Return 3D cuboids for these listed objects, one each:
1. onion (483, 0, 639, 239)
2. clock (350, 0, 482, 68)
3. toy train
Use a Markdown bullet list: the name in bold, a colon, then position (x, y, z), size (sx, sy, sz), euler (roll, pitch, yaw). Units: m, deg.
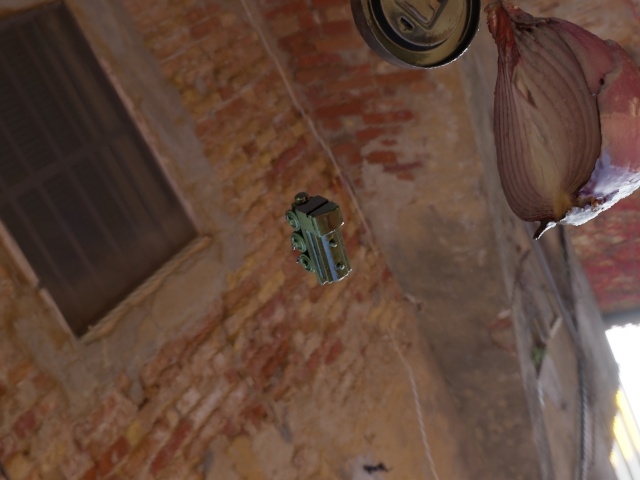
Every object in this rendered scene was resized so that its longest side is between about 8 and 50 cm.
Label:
- **onion**: position (0.350, -0.195, 1.192), size (0.159, 0.349, 0.267), euler (-5, 163, -21)
- **clock**: position (0.207, -0.520, 1.850), size (0.312, 0.313, 0.061), euler (-32, -165, -22)
- **toy train**: position (0.000, 0.000, 1.454), size (0.071, 0.170, 0.111), euler (-30, -147, -22)
